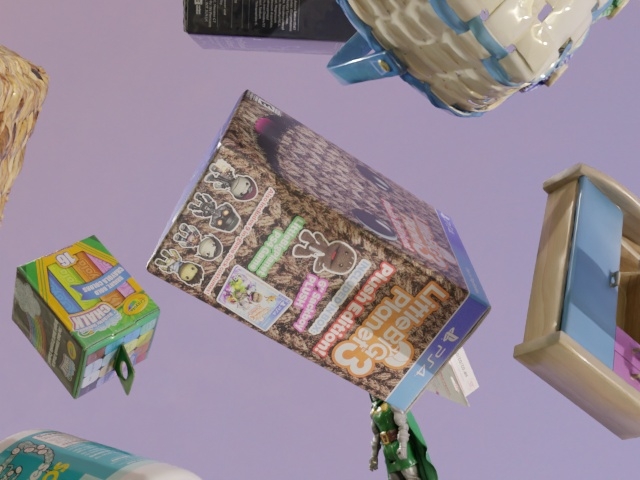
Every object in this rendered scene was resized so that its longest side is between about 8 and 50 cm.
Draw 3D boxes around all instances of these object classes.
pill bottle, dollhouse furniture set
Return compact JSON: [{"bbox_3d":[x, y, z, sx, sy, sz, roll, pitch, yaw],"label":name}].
[{"bbox_3d":[-0.229,0.256,0.670,0.263,0.146,0.146,2,-84,35],"label":"pill bottle"},{"bbox_3d":[0.351,0.030,0.555,0.286,0.198,0.303,36,-38,-19],"label":"dollhouse furniture set"}]

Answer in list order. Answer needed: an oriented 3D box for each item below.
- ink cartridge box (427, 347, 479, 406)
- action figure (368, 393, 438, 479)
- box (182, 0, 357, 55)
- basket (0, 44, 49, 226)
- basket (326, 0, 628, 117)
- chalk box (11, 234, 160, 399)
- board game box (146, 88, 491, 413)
[{"bbox_3d":[0.243,0.251,1.454,0.181,0.061,0.104,10,-52,64],"label":"ink cartridge box"},{"bbox_3d":[0.118,0.323,1.115,0.137,0.063,0.232,-37,-117,46],"label":"action figure"},{"bbox_3d":[-0.054,-0.293,0.906,0.206,0.153,0.108,3,-82,-1],"label":"box"},{"bbox_3d":[-0.384,-0.047,0.605,0.223,0.213,0.299,-124,-124,-74],"label":"basket"},{"bbox_3d":[0.127,-0.225,0.612,0.255,0.201,0.289,-47,-159,1],"label":"basket"},{"bbox_3d":[-0.438,0.168,1.433,0.289,0.179,0.180,45,-44,16],"label":"chalk box"},{"bbox_3d":[0.000,0.000,0.767,0.290,0.232,0.141,31,-70,-13],"label":"board game box"}]
